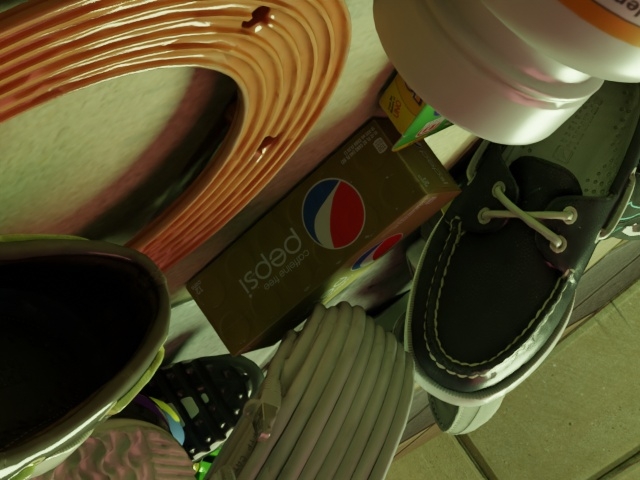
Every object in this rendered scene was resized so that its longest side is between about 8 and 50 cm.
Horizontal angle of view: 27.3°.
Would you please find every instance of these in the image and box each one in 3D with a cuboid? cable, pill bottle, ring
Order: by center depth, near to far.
[{"bbox_3d":[0.127,-0.148,0.496,0.136,0.136,0.246,-21,161,-45],"label":"pill bottle"},{"bbox_3d":[-0.132,-0.014,0.572,0.336,0.032,0.336,-33,165,-9],"label":"ring"},{"bbox_3d":[-0.027,0.157,0.827,0.257,0.089,0.257,-61,179,34],"label":"cable"}]

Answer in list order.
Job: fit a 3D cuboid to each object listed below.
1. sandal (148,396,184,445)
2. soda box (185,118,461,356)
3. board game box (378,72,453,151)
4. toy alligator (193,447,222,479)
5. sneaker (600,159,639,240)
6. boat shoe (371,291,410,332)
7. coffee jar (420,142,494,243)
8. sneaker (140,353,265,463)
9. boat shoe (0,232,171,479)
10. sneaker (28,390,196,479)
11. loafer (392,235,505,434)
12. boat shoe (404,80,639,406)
[{"bbox_3d":[-0.229,0.232,0.965,0.317,0.138,0.126,-35,165,-6],"label":"sandal"},{"bbox_3d":[0.000,0.000,0.863,0.181,0.061,0.058,-41,166,25],"label":"soda box"},{"bbox_3d":[0.124,-0.143,0.725,0.124,0.039,0.259,-25,161,-32],"label":"board game box"},{"bbox_3d":[-0.120,0.205,1.168,0.051,0.190,0.056,6,167,30],"label":"toy alligator"},{"bbox_3d":[0.273,-0.040,1.368,0.267,0.101,0.106,-24,141,-35],"label":"sneaker"},{"bbox_3d":[0.047,0.127,1.374,0.227,0.079,0.081,-28,161,-39],"label":"boat shoe"},{"bbox_3d":[0.166,-0.049,1.052,0.184,0.079,0.096,-44,166,30],"label":"coffee jar"},{"bbox_3d":[-0.123,0.154,1.083,0.234,0.078,0.106,-37,170,27],"label":"sneaker"},{"bbox_3d":[-0.157,0.056,0.469,0.091,0.109,0.305,-41,171,23],"label":"boat shoe"},{"bbox_3d":[-0.221,0.133,0.707,0.293,0.102,0.146,-10,-156,-13],"label":"sneaker"},{"bbox_3d":[0.121,0.089,1.276,0.111,0.112,0.319,-19,140,-14],"label":"loafer"},{"bbox_3d":[0.145,-0.032,0.880,0.091,0.114,0.302,93,22,-63],"label":"boat shoe"}]
